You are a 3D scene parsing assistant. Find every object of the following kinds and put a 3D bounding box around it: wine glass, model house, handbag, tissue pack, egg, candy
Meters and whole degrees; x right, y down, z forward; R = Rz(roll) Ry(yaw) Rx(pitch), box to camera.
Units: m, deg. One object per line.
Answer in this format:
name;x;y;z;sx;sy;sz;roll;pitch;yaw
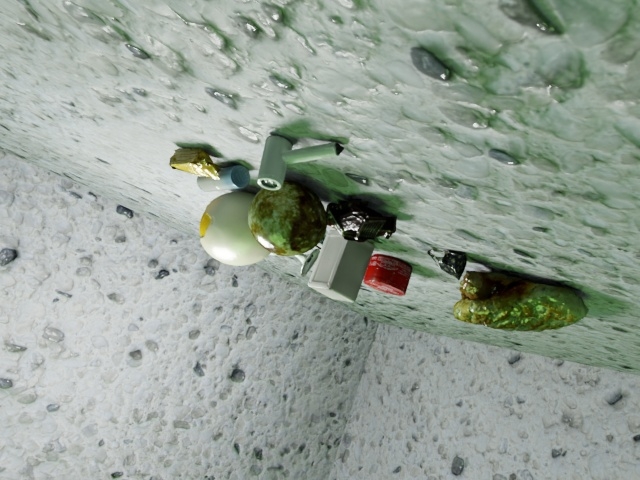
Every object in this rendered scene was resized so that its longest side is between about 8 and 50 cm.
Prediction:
wine glass;-0.160;0.022;2.255;0.321;0.143;0.143;32;171;20
model house;0.145;-0.066;1.641;0.164;0.141;0.203;-22;163;39
handbag;0.434;0.066;1.831;0.139;0.072;0.115;28;174;26
tissue pack;0.079;0.098;2.064;0.136;0.246;0.159;29;165;-32
egg;-0.292;-0.044;1.972;0.283;0.283;0.345;30;161;-38
candy;0.134;-0.040;1.818;0.287;0.078;0.084;25;-176;-36
egg;-0.094;-0.065;1.682;0.238;0.238;0.289;8;172;42

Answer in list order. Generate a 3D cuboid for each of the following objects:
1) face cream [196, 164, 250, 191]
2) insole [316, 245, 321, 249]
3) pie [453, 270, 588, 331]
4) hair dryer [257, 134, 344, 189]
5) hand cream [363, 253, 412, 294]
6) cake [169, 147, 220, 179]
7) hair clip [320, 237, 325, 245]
face cream;-0.334;-0.209;1.800;0.077;0.077;0.250;29;164;-36
insole;-0.082;-0.019;2.284;0.327;0.007;0.111;34;-179;-38
pie;0.696;0.238;1.883;0.417;0.181;0.395;10;165;11
hair dryer;-0.047;-0.205;1.334;0.236;0.131;0.073;-3;154;28
hand cream;0.285;0.146;2.227;0.193;0.125;0.193;20;167;5
cake;-0.404;-0.254;1.742;0.184;0.080;0.116;-4;152;41
hair clip;0.000;0.000;2.237;0.039;0.070;0.229;12;173;18
